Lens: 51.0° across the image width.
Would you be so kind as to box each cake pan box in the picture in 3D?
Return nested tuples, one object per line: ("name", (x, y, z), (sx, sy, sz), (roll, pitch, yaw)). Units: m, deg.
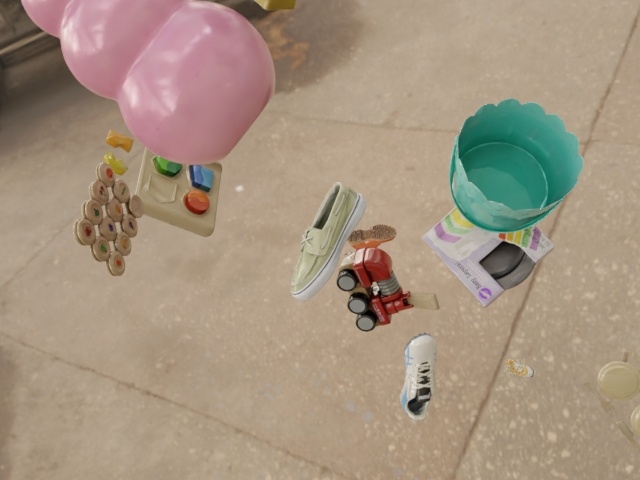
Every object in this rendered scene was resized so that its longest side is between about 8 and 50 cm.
("cake pan box", (0.448, 0.011, 1.790), (0.245, 0.070, 0.267), (-42, 73, 9))

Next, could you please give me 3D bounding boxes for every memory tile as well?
("memory tile", (-0.300, -0.031, 0.965), (0.012, 0.113, 0.148), (-11, 48, 17))

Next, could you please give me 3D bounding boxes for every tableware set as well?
("tableware set", (0.655, 0.327, 1.391), (0.128, 0.194, 0.039), (-40, -1, 23))

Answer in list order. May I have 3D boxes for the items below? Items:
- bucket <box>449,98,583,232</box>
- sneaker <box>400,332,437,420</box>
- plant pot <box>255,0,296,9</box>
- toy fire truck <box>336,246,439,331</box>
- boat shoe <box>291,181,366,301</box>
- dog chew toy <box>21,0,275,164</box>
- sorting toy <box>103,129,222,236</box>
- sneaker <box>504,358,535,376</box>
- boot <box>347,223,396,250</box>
("bucket", (0.429, -0.158, 1.527), (0.280, 0.183, 0.281), (0, 70, 1))
("sneaker", (0.234, 0.315, 1.547), (0.085, 0.237, 0.086), (-9, 34, -15))
("plant pot", (-0.091, -0.514, 1.325), (0.081, 0.083, 0.081), (-21, 58, -43))
("toy fire truck", (0.188, 0.127, 1.809), (0.246, 0.217, 0.158), (-16, 25, 19))
("boat shoe", (0.000, 0.000, 1.613), (0.109, 0.094, 0.302), (6, 64, 58))
("dog chew toy", (-0.220, -0.246, 0.830), (0.207, 0.331, 0.207), (-49, 14, 16))
("sorting toy", (-0.389, -0.157, 1.665), (0.041, 0.307, 0.229), (-37, 40, 45))
("sneaker", (0.442, 0.287, 1.486), (0.083, 0.036, 0.032), (-158, 85, -70))
("boot", (0.168, -0.001, 2.089), (0.157, 0.085, 0.059), (-9, 49, 22))
